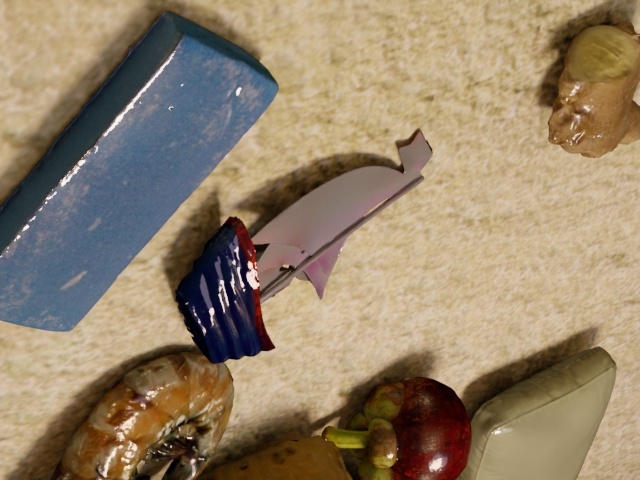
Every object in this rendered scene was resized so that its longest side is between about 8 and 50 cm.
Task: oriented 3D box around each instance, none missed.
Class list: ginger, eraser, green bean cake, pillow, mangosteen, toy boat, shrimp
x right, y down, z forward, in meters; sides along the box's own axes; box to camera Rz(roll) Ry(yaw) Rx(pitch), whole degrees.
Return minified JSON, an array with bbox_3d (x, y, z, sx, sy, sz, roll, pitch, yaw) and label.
[{"bbox_3d":[0.299,-0.147,1.501,0.137,0.074,0.213,-34,154,-7],"label":"ginger"},{"bbox_3d":[-0.176,-0.047,1.175,0.312,0.042,0.144,-47,147,14],"label":"eraser"},{"bbox_3d":[-0.049,0.359,1.640,0.230,0.224,0.131,-20,139,-9],"label":"green bean cake"},{"bbox_3d":[0.302,0.308,2.034,0.255,0.120,0.322,-20,143,-28],"label":"pillow"},{"bbox_3d":[0.104,0.245,1.741,0.181,0.156,0.146,13,151,-35],"label":"mangosteen"},{"bbox_3d":[-0.018,-0.001,1.377,0.318,0.072,0.219,-46,151,6],"label":"toy boat"},{"bbox_3d":[-0.207,0.274,1.507,0.233,0.071,0.365,8,114,-53],"label":"shrimp"}]

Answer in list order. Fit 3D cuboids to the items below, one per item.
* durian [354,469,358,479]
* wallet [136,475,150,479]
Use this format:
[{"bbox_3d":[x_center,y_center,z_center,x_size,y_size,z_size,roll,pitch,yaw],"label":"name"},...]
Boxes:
[{"bbox_3d":[0.088,0.366,1.824,0.186,0.260,0.154,-40,115,-25],"label":"durian"},{"bbox_3d":[-0.280,0.326,1.561,0.198,0.031,0.110,-9,138,-38],"label":"wallet"}]
